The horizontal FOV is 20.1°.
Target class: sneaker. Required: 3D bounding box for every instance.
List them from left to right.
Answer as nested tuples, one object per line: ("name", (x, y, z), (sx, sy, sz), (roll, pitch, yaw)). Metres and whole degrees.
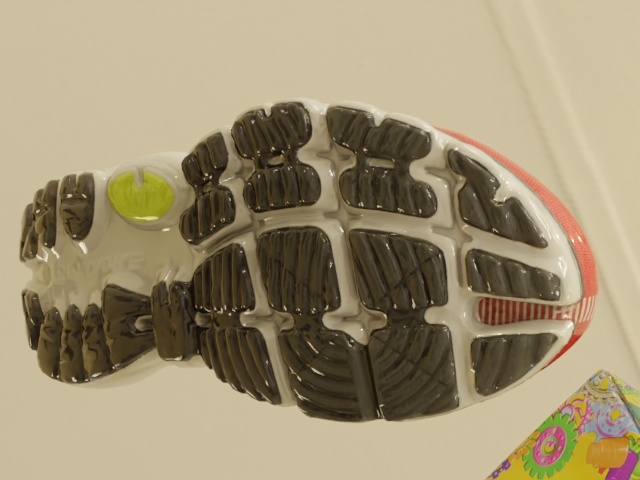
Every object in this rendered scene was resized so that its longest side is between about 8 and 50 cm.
("sneaker", (0.000, 0.000, 0.659), (0.279, 0.118, 0.107), (2, -82, 49))

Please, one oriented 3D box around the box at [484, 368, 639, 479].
("box", (0.211, 0.259, 0.838), (0.279, 0.290, 0.177), (32, -70, -32))
